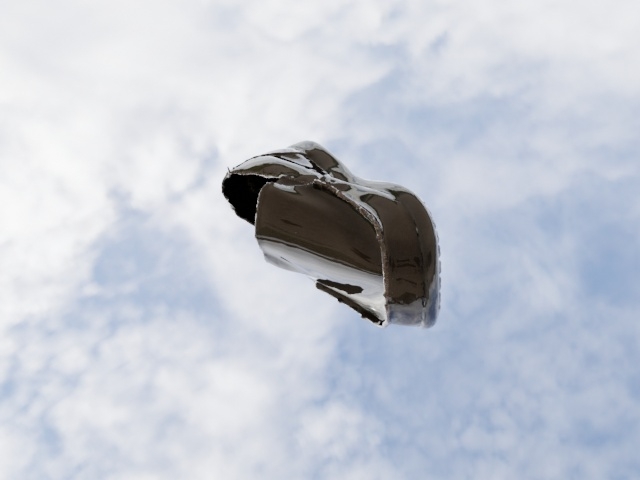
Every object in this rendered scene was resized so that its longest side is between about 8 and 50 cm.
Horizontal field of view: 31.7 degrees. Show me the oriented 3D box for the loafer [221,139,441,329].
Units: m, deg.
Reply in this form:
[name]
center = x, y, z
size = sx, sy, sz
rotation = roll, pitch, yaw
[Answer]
[loafer]
center = 0.000, 0.000, 0.680
size = 0.078, 0.080, 0.220
rotation = -11, -159, -22
